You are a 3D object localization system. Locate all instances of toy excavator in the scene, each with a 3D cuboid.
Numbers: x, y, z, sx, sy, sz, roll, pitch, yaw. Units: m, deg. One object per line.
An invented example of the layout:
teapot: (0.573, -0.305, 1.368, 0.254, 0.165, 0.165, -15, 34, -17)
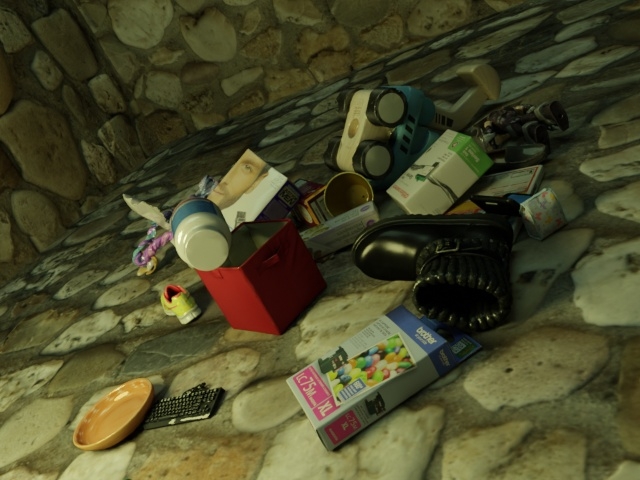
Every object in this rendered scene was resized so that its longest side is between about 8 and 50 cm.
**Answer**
toy excavator: (0.280, -0.337, 1.994, 0.222, 0.445, 0.433, 20, 96, 60)

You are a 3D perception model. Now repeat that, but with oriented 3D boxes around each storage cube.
storage cube: (-0.136, 0.082, 1.600, 0.215, 0.193, 0.183, 0, 36, 47)

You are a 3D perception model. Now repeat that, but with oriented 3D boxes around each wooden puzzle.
wooden puzzle: (0.010, 0.038, 1.763, 0.049, 0.006, 0.083, -35, 23, -15)

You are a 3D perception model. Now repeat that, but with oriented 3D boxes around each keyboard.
keyboard: (-0.282, 0.338, 1.455, 0.180, 0.023, 0.108, -16, 26, 26)

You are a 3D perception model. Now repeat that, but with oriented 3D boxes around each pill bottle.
pill bottle: (-0.261, -0.013, 1.533, 0.124, 0.124, 0.221, -31, 22, -4)

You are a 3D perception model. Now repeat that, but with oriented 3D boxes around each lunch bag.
lunch bag: (0.434, -0.055, 1.373, 0.071, 0.083, 0.053, -33, 23, -8)

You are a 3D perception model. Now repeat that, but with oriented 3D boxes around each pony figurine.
pony figurine: (-0.435, -0.047, 2.179, 0.363, 0.303, 0.351, -42, -6, -22)

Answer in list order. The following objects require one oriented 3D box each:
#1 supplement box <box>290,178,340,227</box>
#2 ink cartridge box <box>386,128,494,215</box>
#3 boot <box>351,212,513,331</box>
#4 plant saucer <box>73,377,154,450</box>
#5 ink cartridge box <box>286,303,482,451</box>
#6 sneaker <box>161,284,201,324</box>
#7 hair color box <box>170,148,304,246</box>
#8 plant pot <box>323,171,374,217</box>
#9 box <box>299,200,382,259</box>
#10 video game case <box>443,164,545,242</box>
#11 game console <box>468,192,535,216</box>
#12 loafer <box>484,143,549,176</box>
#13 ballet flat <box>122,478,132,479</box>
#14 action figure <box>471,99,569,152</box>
supplement box: (-0.026, -0.103, 1.971, 0.081, 0.104, 0.188, -36, 24, -16)
ink cartridge box: (0.276, -0.147, 1.651, 0.219, 0.092, 0.160, -45, 18, 3)
boot: (0.194, 0.059, 1.323, 0.348, 0.131, 0.260, -10, 29, 26)
plant saucer: (-0.442, 0.381, 1.516, 0.200, 0.037, 0.200, -27, 21, 11)
ink cartridge box: (0.104, 0.216, 1.220, 0.311, 0.065, 0.186, -30, 22, -8)
sneaker: (-0.385, 0.151, 1.867, 0.081, 0.094, 0.208, -40, 24, -21)
hair color box: (-0.227, -0.060, 1.896, 0.339, 0.110, 0.185, -50, 55, -3)
plant pot: (0.086, -0.116, 1.867, 0.134, 0.134, 0.095, -21, -1, 18)
box: (0.000, 0.000, 1.760, 0.324, 0.063, 0.067, -24, 24, 12)
video game case: (0.368, -0.070, 1.556, 0.204, 0.025, 0.285, -9, 29, 38)
game console: (0.392, -0.089, 1.452, 0.122, 0.107, 0.071, 11, 73, 56)
loafer: (0.453, -0.197, 1.656, 0.170, 0.061, 0.062, -17, 51, 35)
ballet flat: (-0.361, 0.473, 1.245, 0.041, 0.041, 0.114, -26, 22, 6)
action figure: (0.503, -0.292, 1.782, 0.185, 0.099, 0.285, -39, 20, -5)
